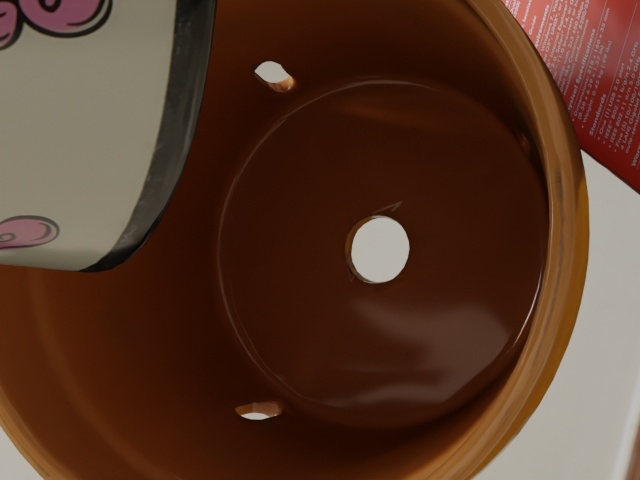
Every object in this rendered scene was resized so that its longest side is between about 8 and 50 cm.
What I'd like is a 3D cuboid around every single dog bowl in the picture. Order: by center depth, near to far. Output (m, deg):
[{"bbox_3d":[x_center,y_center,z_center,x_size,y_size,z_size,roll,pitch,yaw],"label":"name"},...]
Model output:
[{"bbox_3d":[-0.184,-0.174,0.597,0.150,0.408,0.408,-13,178,-25],"label":"dog bowl"}]

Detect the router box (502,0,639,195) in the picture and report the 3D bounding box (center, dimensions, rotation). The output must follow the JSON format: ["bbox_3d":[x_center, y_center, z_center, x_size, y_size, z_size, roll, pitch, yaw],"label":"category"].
[{"bbox_3d":[0.282,-0.065,0.884,0.335,0.082,0.301,6,-160,-22],"label":"router box"}]

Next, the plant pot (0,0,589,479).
[{"bbox_3d":[0.000,0.000,0.836,0.291,0.291,0.203,11,180,22],"label":"plant pot"}]
